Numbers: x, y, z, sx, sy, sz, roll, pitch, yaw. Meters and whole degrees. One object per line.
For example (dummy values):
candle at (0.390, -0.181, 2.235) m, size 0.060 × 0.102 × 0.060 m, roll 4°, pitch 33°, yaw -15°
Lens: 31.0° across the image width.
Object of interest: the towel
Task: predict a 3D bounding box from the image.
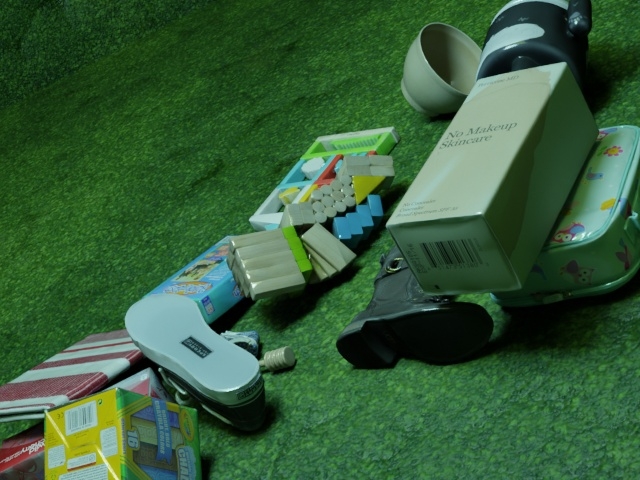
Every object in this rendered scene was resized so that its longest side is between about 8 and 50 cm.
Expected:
towel at (-0.381, 0.210, 1.812) m, size 0.237 × 0.037 × 0.329 m, roll -12°, pitch 12°, yaw 36°

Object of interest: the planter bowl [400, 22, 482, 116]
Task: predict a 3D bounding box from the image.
planter bowl at (0.210, -0.289, 2.044) m, size 0.109 × 0.162 × 0.162 m, roll -43°, pitch 13°, yaw 43°

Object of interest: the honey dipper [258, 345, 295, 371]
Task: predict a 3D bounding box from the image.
honey dipper at (-0.108, 0.188, 1.696) m, size 0.161 × 0.030 × 0.030 m, roll -19°, pitch 29°, yaw 32°

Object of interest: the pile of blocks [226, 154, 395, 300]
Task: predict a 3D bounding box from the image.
pile of blocks at (0.000, 0.000, 1.842) m, size 0.362 × 0.149 × 0.112 m, roll -38°, pitch -17°, yaw -31°

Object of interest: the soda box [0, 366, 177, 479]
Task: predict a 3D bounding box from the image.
soda box at (-0.339, 0.292, 1.686) m, size 0.263 × 0.092 × 0.083 m, roll -27°, pitch 28°, yaw 9°

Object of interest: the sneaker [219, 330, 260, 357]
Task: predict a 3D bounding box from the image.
sneaker at (-0.149, 0.168, 1.757) m, size 0.135 × 0.052 × 0.058 m, roll -11°, pitch 23°, yaw 22°

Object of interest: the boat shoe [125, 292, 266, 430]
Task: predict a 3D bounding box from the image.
boat shoe at (-0.176, 0.175, 1.664) m, size 0.113 × 0.105 × 0.306 m, roll -34°, pitch 39°, yaw -29°

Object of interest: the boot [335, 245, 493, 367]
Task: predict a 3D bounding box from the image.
boot at (0.147, 0.059, 1.567) m, size 0.263 × 0.091 × 0.229 m, roll -12°, pitch 33°, yaw 41°

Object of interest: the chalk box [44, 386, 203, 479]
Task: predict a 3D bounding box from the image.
chalk box at (-0.241, 0.288, 1.511) m, size 0.132 × 0.213 × 0.132 m, roll -20°, pitch 62°, yaw 26°

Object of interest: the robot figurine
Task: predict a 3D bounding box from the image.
robot figurine at (0.344, -0.282, 1.854) m, size 0.209 × 0.173 × 0.278 m, roll -7°, pitch 34°, yaw 21°

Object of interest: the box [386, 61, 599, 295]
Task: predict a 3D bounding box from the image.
box at (0.223, -0.080, 1.447) m, size 0.148 × 0.121 × 0.311 m, roll -8°, pitch 36°, yaw 39°

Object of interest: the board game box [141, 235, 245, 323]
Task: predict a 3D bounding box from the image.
board game box at (-0.168, 0.061, 1.908) m, size 0.160 × 0.047 × 0.210 m, roll 1°, pitch 30°, yaw 47°

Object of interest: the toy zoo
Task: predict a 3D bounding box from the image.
toy zoo at (-0.004, -0.095, 2.056) m, size 0.192 × 0.030 × 0.293 m, roll -4°, pitch 39°, yaw 43°

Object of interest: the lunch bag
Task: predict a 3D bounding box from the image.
lunch bag at (0.329, -0.030, 1.511) m, size 0.224 × 0.108 × 0.279 m, roll -10°, pitch 34°, yaw 34°
